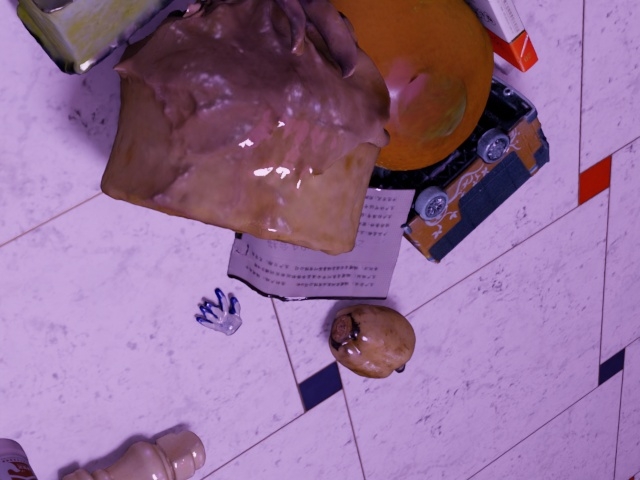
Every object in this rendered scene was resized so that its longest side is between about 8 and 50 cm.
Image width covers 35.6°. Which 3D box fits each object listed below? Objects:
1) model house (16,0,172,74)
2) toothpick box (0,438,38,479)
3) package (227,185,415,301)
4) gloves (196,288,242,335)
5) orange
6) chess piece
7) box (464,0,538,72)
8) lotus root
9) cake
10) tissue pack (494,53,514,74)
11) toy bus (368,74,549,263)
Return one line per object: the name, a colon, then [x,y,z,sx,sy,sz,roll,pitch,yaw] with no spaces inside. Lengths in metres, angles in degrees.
model house: [-0.241,-0.296,1.063,0.194,0.170,0.211,-45,168,-12]
toothpick box: [-0.435,0.361,1.389,0.098,0.149,0.098,-22,134,-26]
package: [-0.002,0.000,1.456,0.250,0.062,0.204,7,124,-8]
gloves: [-0.151,0.110,1.520,0.064,0.026,0.086,-50,134,3]
orange: [0.110,-0.233,1.361,0.334,0.196,0.262,33,86,-36]
chess piece: [-0.355,0.400,1.521,0.397,0.117,0.117,-22,134,-27]
box: [0.216,-0.344,1.377,0.035,0.139,0.245,-42,138,1]
lotus root: [0.096,0.175,1.711,0.125,0.118,0.221,-25,150,27]
cake: [-0.075,-0.166,1.164,0.332,0.332,0.321,12,94,-44]
tissue pack: [0.283,-0.307,1.547,0.056,0.023,0.108,-48,139,2]
toy bus: [0.219,-0.112,1.566,0.275,0.138,0.167,-43,141,-1]
